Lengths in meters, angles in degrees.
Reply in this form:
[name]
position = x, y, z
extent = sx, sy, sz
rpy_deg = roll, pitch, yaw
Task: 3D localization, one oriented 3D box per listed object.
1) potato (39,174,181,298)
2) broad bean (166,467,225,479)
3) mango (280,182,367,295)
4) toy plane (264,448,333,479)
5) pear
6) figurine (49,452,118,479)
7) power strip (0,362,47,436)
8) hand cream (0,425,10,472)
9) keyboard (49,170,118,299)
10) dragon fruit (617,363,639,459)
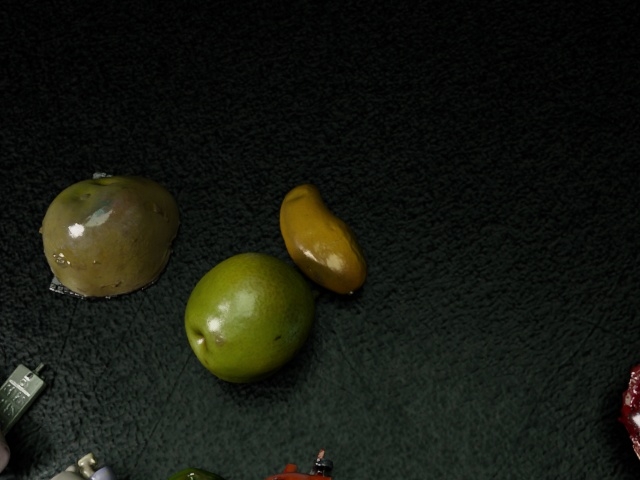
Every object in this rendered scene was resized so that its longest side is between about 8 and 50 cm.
[potato]
position = -0.298, -0.024, 1.268
extent = 0.202, 0.117, 0.182
rpy_deg = -16, 72, -10
[broad bean]
position = -0.127, 0.334, 1.160
extent = 0.195, 0.046, 0.061
rpy_deg = 6, 62, 28
[mango]
position = 0.000, 0.000, 1.278
extent = 0.098, 0.075, 0.190
rpy_deg = -22, 66, -22
[toy plane]
position = 0.023, 0.334, 1.155
extent = 0.194, 0.077, 0.126
rpy_deg = 22, 59, 9
[pear]
position = -0.073, 0.097, 1.201
extent = 0.216, 0.180, 0.166
rpy_deg = -15, 58, -31
[figurine]
position = -0.258, 0.396, 1.120
extent = 0.235, 0.127, 0.155
rpy_deg = 39, 51, 14
[power strip]
position = -0.428, 0.224, 1.241
extent = 0.051, 0.019, 0.136
rpy_deg = 34, 75, 15
[hand cream]
position = -0.495, 0.212, 1.210
extent = 0.133, 0.083, 0.248
rpy_deg = -37, 53, -13
[keyboard]
position = -0.339, -0.011, 1.325
extent = 0.060, 0.018, 0.196
rpy_deg = 14, 71, 4
[dragon fruit]
position = 0.496, 0.242, 1.141
extent = 0.189, 0.163, 0.262
rpy_deg = 6, 61, -32
